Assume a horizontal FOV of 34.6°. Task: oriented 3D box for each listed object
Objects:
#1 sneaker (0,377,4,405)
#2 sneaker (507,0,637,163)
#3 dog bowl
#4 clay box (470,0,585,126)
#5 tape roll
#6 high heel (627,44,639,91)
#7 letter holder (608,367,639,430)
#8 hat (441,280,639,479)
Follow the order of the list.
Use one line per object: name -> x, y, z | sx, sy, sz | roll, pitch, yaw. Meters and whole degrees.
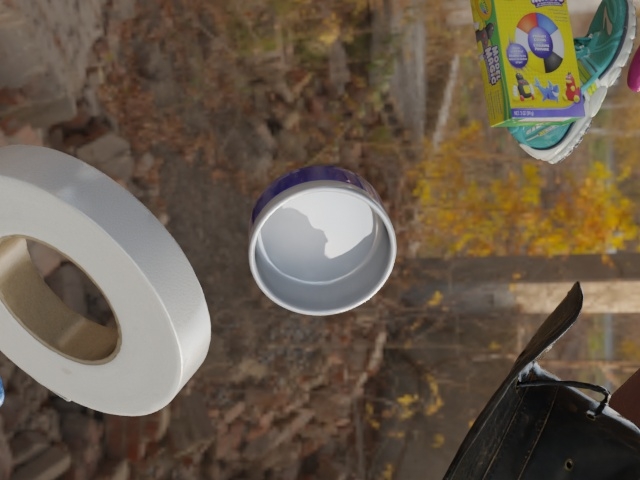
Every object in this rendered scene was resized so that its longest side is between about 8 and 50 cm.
sneaker -> -0.406, 0.104, 1.030 | 0.126, 0.240, 0.091 | -3, 133, -56
sneaker -> 0.369, -0.247, 1.494 | 0.275, 0.110, 0.107 | -60, -174, -6
dog bowl -> 0.000, 0.000, 1.871 | 0.104, 0.265, 0.264 | -101, 179, -61
clay box -> 0.270, -0.263, 1.353 | 0.127, 0.053, 0.222 | -5, 85, -29
tape roll -> -0.317, 0.060, 1.299 | 0.072, 0.392, 0.392 | -52, 139, -41
high heel -> 0.668, -0.365, 1.880 | 0.082, 0.244, 0.117 | 48, 0, -14
letter holder -> 0.608, 0.280, 1.614 | 0.152, 0.302, 0.214 | 41, 6, -30
hat -> 0.158, 0.199, 0.763 | 0.331, 0.134, 0.331 | -53, 166, -20
